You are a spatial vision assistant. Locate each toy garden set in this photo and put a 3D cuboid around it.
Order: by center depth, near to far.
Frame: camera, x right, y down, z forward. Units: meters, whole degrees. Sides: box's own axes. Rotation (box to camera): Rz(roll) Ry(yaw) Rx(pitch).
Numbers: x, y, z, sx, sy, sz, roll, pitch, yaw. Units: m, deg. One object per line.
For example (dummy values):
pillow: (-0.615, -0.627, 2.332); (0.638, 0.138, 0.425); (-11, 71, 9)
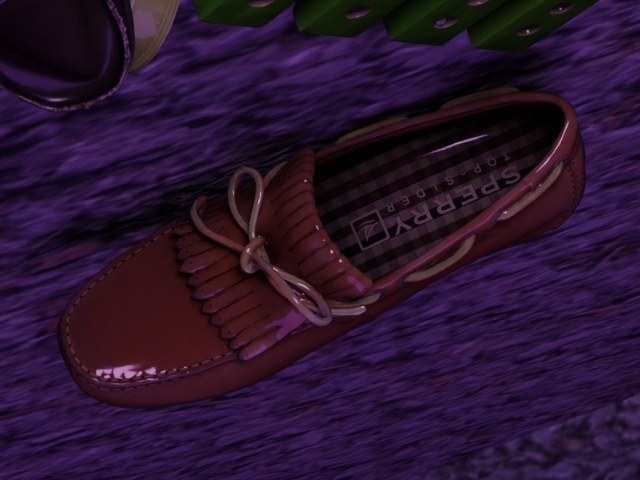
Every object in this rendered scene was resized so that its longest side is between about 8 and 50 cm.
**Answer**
toy garden set: (0.085, -0.172, 0.950); (0.244, 0.049, 0.204); (0, 157, -43)

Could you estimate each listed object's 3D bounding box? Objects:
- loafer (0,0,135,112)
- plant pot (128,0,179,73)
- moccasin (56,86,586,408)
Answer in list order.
loafer: (-0.141, -0.114, 0.747); (0.080, 0.078, 0.220); (-23, 142, 10)
plant pot: (-0.117, -0.126, 0.853); (0.079, 0.083, 0.083); (11, 149, -33)
moccasin: (0.001, 0.003, 1.236); (0.380, 0.139, 0.147); (-19, 162, 1)
